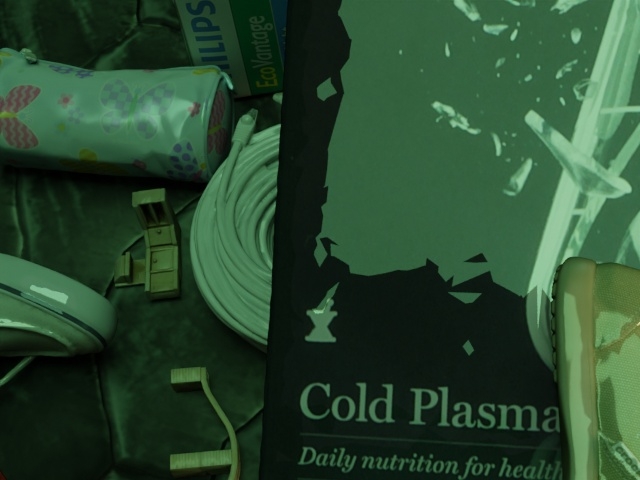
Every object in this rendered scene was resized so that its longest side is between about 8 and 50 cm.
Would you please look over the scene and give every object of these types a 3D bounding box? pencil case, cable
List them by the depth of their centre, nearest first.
[{"bbox_3d":[0.000,0.000,1.253,0.257,0.089,0.257,22,65,18],"label":"cable"},{"bbox_3d":[-0.224,-0.129,1.343,0.273,0.113,0.124,7,69,11],"label":"pencil case"}]

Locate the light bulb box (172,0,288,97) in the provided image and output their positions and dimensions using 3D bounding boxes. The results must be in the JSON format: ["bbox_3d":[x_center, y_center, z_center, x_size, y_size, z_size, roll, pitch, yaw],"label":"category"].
[{"bbox_3d":[0.015,-0.373,1.392,0.361,0.225,0.358,-9,59,1],"label":"light bulb box"}]

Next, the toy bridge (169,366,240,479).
[{"bbox_3d":[-0.106,0.205,1.181,0.063,0.026,0.188,-6,59,3],"label":"toy bridge"}]

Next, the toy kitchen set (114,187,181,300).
[{"bbox_3d":[-0.179,0.007,1.278,0.068,0.075,0.083,-7,55,4],"label":"toy kitchen set"}]

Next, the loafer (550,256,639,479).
[{"bbox_3d":[0.177,0.139,0.703,0.092,0.102,0.269,-5,84,15],"label":"loafer"}]

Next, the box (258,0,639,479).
[{"bbox_3d":[0.222,-0.010,0.919,0.479,0.297,0.472,1,80,9],"label":"box"}]

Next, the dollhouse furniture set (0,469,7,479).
[{"bbox_3d":[-0.318,0.237,0.991,0.152,0.374,0.201,-25,58,-12],"label":"dollhouse furniture set"}]

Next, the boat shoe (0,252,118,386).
[{"bbox_3d":[-0.376,0.094,1.220,0.367,0.136,0.156,9,61,16],"label":"boat shoe"}]
